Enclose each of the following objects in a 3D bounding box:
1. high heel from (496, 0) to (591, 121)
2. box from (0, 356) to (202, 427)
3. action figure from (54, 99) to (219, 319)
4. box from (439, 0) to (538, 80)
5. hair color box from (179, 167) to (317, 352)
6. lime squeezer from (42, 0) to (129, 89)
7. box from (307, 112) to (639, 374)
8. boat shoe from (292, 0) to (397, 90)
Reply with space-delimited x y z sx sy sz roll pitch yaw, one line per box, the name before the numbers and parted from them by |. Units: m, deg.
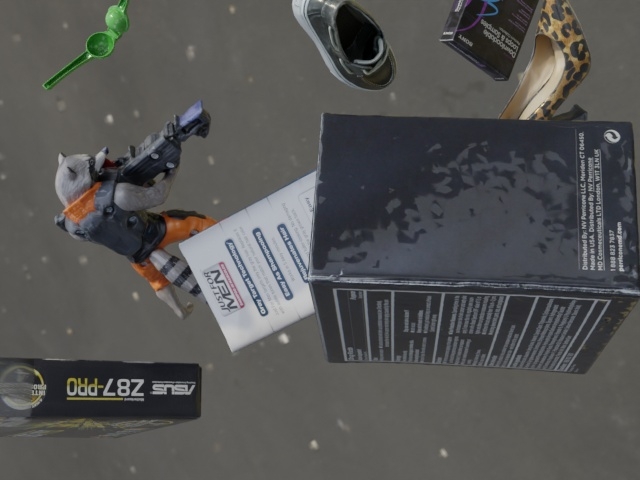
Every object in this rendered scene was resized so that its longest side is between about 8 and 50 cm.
high heel | 0.326 -0.252 1.654 0.093 0.186 0.261 47 156 55
box | -0.407 0.253 1.659 0.395 0.318 0.097 -23 63 56
action figure | -0.255 -0.044 1.632 0.330 0.178 0.341 33 123 -25
box | 0.226 -0.302 1.358 0.029 0.116 0.162 15 81 54
hair color box | 0.000 0.000 1.439 0.347 0.105 0.174 -27 89 20
lime squeezer | -0.433 -0.422 2.094 0.310 0.110 0.059 -48 63 17
box | 0.145 0.012 1.074 0.296 0.294 0.182 82 -169 -69
boat shoe | 0.067 -0.359 1.974 0.119 0.335 0.121 39 94 36
